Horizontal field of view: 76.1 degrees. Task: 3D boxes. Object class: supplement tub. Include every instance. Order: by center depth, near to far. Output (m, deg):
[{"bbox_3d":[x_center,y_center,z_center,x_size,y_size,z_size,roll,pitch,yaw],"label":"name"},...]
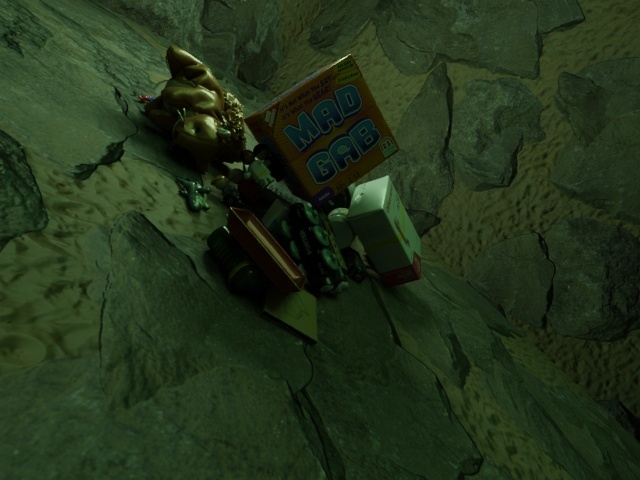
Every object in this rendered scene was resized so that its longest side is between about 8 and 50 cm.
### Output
[{"bbox_3d":[0.083,-0.050,1.727,0.144,0.144,0.199,38,18,-4],"label":"supplement tub"}]

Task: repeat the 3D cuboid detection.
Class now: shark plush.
[{"bbox_3d":[-0.388,-0.151,1.216,0.067,0.073,0.161,-23,65,-36],"label":"shark plush"}]

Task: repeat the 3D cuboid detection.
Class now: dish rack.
[{"bbox_3d":[-0.188,-0.210,1.698,0.333,0.072,0.285,30,20,-26],"label":"dish rack"}]

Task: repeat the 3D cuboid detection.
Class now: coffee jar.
[{"bbox_3d":[-0.210,0.052,1.039,0.184,0.079,0.096,51,14,32],"label":"coffee jar"}]

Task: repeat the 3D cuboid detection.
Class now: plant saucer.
[{"bbox_3d":[-0.141,0.029,1.074,0.259,0.048,0.258,49,2,-1],"label":"plant saucer"}]

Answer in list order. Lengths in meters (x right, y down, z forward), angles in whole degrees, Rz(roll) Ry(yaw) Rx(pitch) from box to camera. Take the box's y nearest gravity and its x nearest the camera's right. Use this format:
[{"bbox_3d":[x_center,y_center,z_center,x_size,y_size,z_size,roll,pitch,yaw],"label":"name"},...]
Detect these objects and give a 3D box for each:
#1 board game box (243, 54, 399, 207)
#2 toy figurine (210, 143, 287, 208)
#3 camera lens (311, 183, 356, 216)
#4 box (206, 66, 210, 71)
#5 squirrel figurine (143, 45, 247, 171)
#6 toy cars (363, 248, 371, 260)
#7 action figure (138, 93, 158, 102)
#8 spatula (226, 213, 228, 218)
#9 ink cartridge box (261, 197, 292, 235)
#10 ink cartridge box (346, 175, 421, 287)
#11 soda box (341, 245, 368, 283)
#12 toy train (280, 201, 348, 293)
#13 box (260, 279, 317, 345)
[{"bbox_3d":[-0.009,-0.385,1.482,0.356,0.356,0.356,57,-8,-21],"label":"board game box"},{"bbox_3d":[-0.244,-0.220,1.395,0.148,0.213,0.209,52,22,-4],"label":"toy figurine"},{"bbox_3d":[0.057,-0.219,1.948,0.219,0.219,0.274,39,19,-3],"label":"camera lens"},{"bbox_3d":[-0.550,-0.634,1.734,0.058,0.232,0.087,27,23,-41],"label":"box"},{"bbox_3d":[-0.406,-0.429,1.497,0.397,0.281,0.370,13,39,-49],"label":"squirrel figurine"},{"bbox_3d":[0.250,0.010,2.010,0.176,0.087,0.393,46,20,-19],"label":"toy cars"},{"bbox_3d":[-0.684,-0.561,1.621,0.030,0.038,0.115,61,16,-7],"label":"action figure"},{"bbox_3d":[-0.201,0.002,1.268,0.168,0.019,0.242,18,28,-46],"label":"spatula"},{"bbox_3d":[-0.110,-0.070,1.474,0.180,0.104,0.060,20,24,-46],"label":"ink cartridge box"},{"bbox_3d":[0.285,-0.038,1.742,0.384,0.161,0.279,57,30,-27],"label":"ink cartridge box"},{"bbox_3d":[0.135,0.096,1.632,0.060,0.053,0.168,32,21,-24],"label":"soda box"},{"bbox_3d":[-0.007,0.026,1.348,0.190,0.142,0.333,26,35,-53],"label":"toy train"},{"bbox_3d":[-0.080,0.174,1.094,0.165,0.021,0.201,34,20,-16],"label":"box"}]
